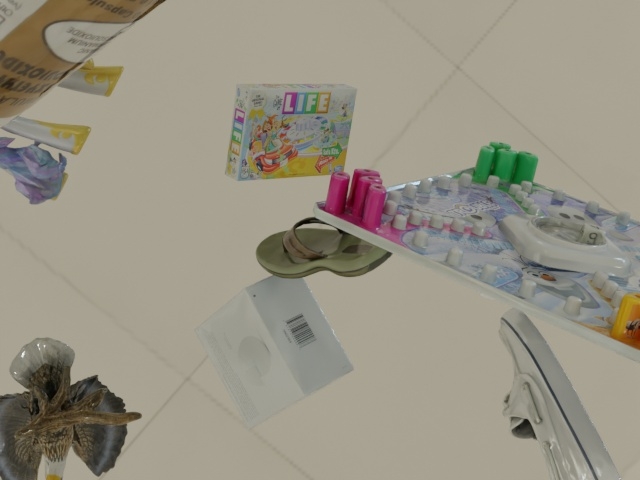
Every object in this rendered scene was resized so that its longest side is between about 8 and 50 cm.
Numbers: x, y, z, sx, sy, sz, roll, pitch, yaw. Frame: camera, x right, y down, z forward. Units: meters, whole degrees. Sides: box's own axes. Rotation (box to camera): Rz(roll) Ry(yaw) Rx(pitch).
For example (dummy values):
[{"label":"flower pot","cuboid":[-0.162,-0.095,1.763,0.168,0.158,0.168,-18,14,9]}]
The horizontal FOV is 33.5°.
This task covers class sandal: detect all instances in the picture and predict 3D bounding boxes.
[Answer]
[{"label":"sandal","cuboid":[0.002,-0.001,1.820,0.120,0.302,0.086,-48,119,-33]}]

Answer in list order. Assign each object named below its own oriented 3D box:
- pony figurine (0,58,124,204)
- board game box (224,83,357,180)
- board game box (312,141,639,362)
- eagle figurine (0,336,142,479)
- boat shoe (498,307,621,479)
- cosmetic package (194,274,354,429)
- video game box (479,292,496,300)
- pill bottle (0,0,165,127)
[{"label":"pony figurine","cuboid":[-0.503,-0.202,1.484,0.363,0.303,0.351,27,79,-13]},{"label":"board game box","cuboid":[-0.031,-0.123,1.190,0.154,0.026,0.104,-7,114,-39]},{"label":"board game box","cuboid":[0.255,-0.008,1.093,0.390,0.390,0.050,25,113,30]},{"label":"eagle figurine","cuboid":[-0.438,0.315,1.760,0.226,0.298,0.225,33,69,-2]},{"label":"boat shoe","cuboid":[0.242,0.186,1.173,0.084,0.258,0.095,-27,137,5]},{"label":"cosmetic package","cuboid":[-0.091,0.203,1.992,0.138,0.224,0.224,-23,81,-40]},{"label":"video game box","cuboid":[0.347,0.033,1.807,0.205,0.187,0.048,15,134,-25]},{"label":"pill bottle","cuboid":[-0.174,-0.128,0.527,0.229,0.131,0.131,-31,100,23]}]
